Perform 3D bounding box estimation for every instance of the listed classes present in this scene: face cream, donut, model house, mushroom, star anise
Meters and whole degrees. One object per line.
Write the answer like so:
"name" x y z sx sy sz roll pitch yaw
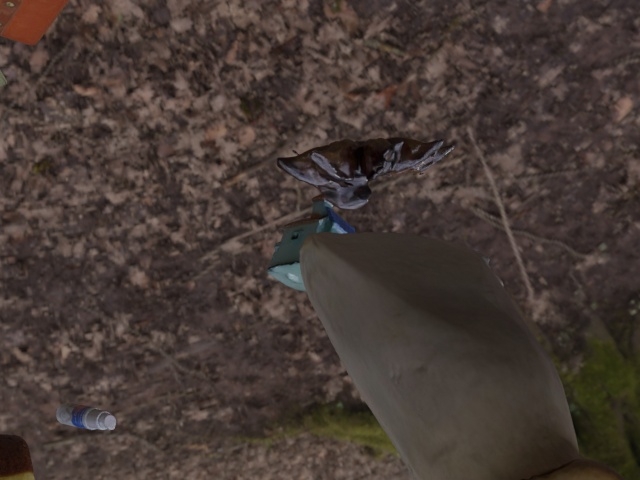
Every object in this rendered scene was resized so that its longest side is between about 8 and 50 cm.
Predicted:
"face cream" -0.351 0.267 1.300 0.130 0.034 0.034 -2 154 44
"donut" -0.395 0.323 1.089 0.073 0.166 0.184 -9 146 -21
"model house" 0.000 0.000 1.424 0.148 0.149 0.119 -8 151 45
"mushroom" 0.107 0.111 0.675 0.154 0.407 0.138 9 116 -24
"star anise" 0.065 -0.097 1.243 0.271 0.272 0.103 -7 94 -18

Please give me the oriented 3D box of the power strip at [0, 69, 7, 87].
"power strip" -0.504 -0.294 1.112 0.034 0.092 0.268 -4 122 35

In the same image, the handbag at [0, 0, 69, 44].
"handbag" -0.172 -0.167 0.421 0.127 0.063 0.190 11 161 -34
